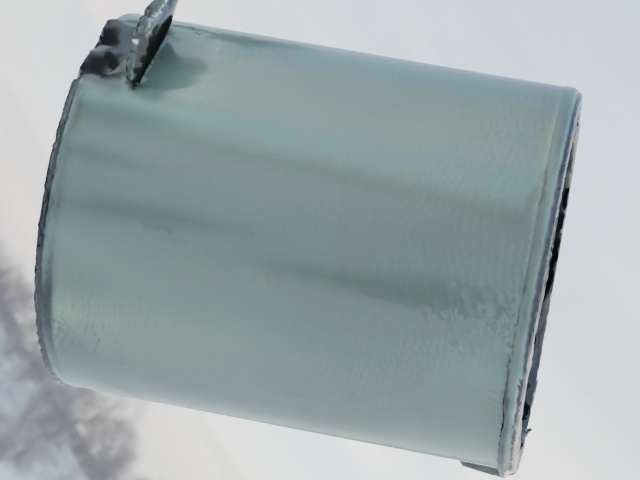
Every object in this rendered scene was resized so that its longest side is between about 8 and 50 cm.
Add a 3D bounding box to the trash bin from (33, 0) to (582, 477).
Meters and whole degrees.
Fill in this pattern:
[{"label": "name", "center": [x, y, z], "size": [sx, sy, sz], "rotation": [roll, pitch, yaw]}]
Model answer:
[{"label": "trash bin", "center": [0.000, 0.000, 0.990], "size": [0.217, 0.262, 0.277], "rotation": [-69, 166, -50]}]
